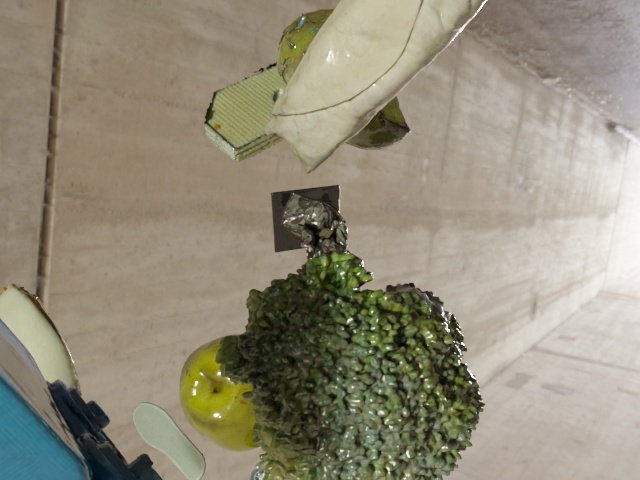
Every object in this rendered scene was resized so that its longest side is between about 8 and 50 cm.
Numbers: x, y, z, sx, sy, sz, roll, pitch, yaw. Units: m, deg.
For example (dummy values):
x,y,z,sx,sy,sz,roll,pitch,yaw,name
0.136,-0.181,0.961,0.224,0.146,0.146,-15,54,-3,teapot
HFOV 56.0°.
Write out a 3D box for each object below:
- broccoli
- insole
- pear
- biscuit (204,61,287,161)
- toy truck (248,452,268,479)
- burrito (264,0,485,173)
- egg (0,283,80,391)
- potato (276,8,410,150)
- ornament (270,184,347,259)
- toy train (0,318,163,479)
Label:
x,y,z,sx,sy,sz,roll,pitch,yaw,name
0.027,0.156,0.652,0.260,0.287,0.235,-16,-168,27,broccoli
-0.195,0.253,0.765,0.153,0.053,0.002,29,-173,37,insole
-0.198,0.360,1.446,0.295,0.293,0.294,6,-174,-1,pear
-0.082,-0.221,0.990,0.250,0.046,0.147,-34,-122,-29,biscuit
0.035,0.488,1.355,0.388,0.206,0.173,-37,179,15,toy truck
0.041,-0.146,0.423,0.082,0.275,0.059,43,-139,-5,burrito
-0.580,0.238,1.129,0.264,0.286,0.174,33,-142,30,egg
0.012,-0.165,0.622,0.054,0.119,0.197,-12,-119,-39,potato
0.000,0.000,1.265,0.167,0.153,0.196,-9,-144,-13,ornament
-0.254,0.147,0.417,0.188,0.265,0.300,-40,-156,-23,toy train
